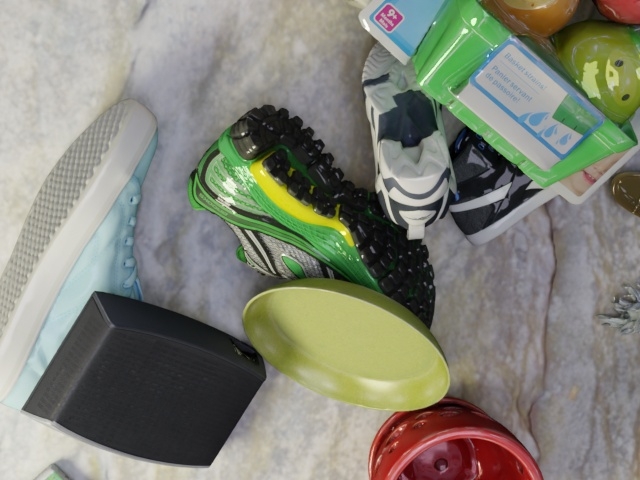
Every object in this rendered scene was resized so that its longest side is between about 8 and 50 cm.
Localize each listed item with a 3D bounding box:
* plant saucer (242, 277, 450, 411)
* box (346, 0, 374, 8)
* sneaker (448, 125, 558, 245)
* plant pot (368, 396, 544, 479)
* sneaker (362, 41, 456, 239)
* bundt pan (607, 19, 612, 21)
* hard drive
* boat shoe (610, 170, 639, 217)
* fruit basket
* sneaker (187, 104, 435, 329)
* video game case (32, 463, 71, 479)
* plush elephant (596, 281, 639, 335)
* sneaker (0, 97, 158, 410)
[{"bbox_3d":[0.032,0.110,1.409,0.241,0.241,0.037,30,57,-12],"label":"plant saucer"},{"bbox_3d":[-0.016,-0.356,1.314,0.232,0.148,0.127,34,97,-12],"label":"box"},{"bbox_3d":[0.226,-0.101,1.433,0.217,0.079,0.121,-37,105,3],"label":"sneaker"},{"bbox_3d":[0.145,0.275,1.456,0.191,0.174,0.191,-2,103,-6],"label":"plant pot"},{"bbox_3d":[0.097,-0.103,1.391,0.094,0.235,0.153,-7,141,-4],"label":"sneaker"},{"bbox_3d":[0.473,-0.265,1.372,0.331,0.124,0.331,4,119,7],"label":"bundt pan"},{"bbox_3d":[-0.181,0.164,1.394,0.255,0.054,0.172,26,99,-44],"label":"hard drive"},{"bbox_3d":[0.411,-0.052,1.490,0.153,0.048,0.056,10,113,-2],"label":"boat shoe"},{"bbox_3d":[0.270,-0.231,1.242,0.327,0.165,0.353,37,121,-21],"label":"fruit basket"},{"bbox_3d":[0.000,0.000,1.423,0.146,0.134,0.343,-31,114,36],"label":"sneaker"},{"bbox_3d":[-0.326,0.398,1.504,0.212,0.023,0.193,-42,104,3],"label":"video game case"},{"bbox_3d":[0.499,0.157,1.431,0.330,0.255,0.272,22,99,-11],"label":"plush elephant"},{"bbox_3d":[-0.248,0.025,1.395,0.150,0.135,0.366,25,100,-31],"label":"sneaker"}]
